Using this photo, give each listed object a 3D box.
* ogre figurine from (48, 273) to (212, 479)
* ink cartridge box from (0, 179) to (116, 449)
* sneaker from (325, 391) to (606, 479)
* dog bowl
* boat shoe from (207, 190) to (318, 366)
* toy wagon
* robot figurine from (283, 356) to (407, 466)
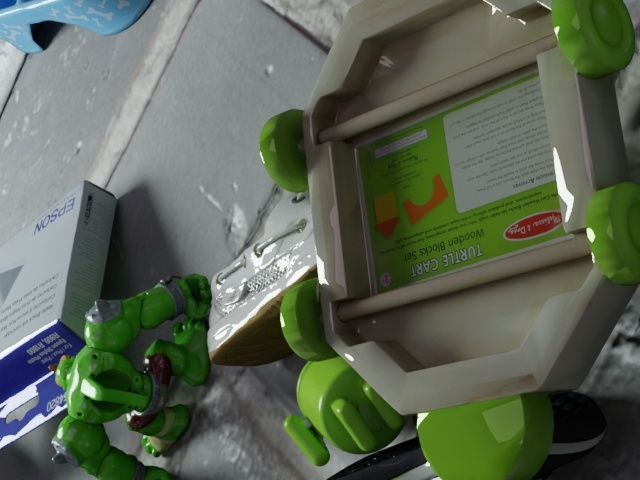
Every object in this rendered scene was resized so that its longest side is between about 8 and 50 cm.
[{"bbox_3d":[-0.159,0.121,1.112,0.097,0.118,0.197,42,110,42],"label":"ogre figurine"},{"bbox_3d":[-0.286,0.083,1.259,0.223,0.045,0.224,-32,42,36],"label":"ink cartridge box"},{"bbox_3d":[0.102,0.172,0.883,0.234,0.084,0.097,-27,86,39],"label":"sneaker"},{"bbox_3d":[-0.274,-0.291,1.361,0.297,0.074,0.166,-2,79,46],"label":"dog bowl"},{"bbox_3d":[0.000,0.000,0.994,0.277,0.098,0.096,-35,58,36],"label":"boat shoe"},{"bbox_3d":[0.083,0.006,0.800,0.267,0.068,0.344,-19,74,44],"label":"toy wagon"},{"bbox_3d":[0.022,0.113,0.952,0.101,0.067,0.115,-39,15,-8],"label":"robot figurine"}]
